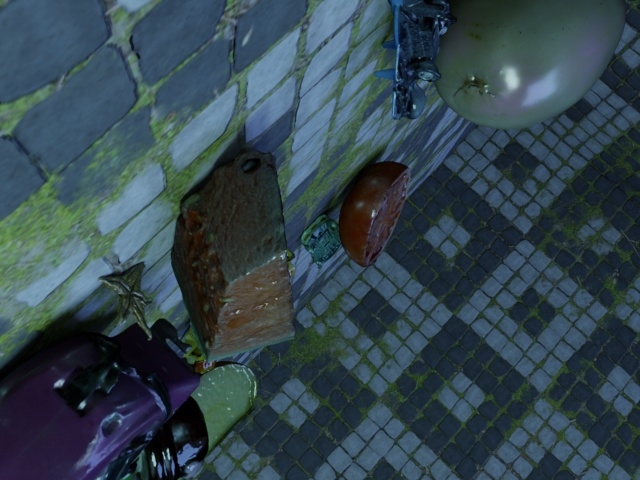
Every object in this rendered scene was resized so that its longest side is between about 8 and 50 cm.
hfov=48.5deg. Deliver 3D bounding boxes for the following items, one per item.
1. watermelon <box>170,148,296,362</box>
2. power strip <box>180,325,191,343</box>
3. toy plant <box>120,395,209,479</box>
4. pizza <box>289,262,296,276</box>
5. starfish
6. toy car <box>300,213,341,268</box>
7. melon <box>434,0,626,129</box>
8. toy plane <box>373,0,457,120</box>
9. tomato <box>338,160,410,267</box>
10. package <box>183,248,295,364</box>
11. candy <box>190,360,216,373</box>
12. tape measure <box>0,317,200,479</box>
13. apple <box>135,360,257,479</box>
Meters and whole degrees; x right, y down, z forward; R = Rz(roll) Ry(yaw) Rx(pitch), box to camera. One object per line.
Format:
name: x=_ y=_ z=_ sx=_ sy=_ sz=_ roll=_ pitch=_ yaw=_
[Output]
watermelon: x=-0.079 y=0.006 z=0.712 sx=0.140 sy=0.192 sz=0.256 roll=-13 pitch=169 yaw=-12
power strip: x=-0.225 y=0.164 z=1.243 sx=0.083 sy=0.017 sz=0.027 roll=-52 pitch=171 yaw=35
toy plant: x=-0.318 y=0.350 z=1.196 sx=0.235 sy=0.175 sz=0.218 roll=-12 pitch=149 yaw=-27
pizza: x=-0.115 y=0.112 z=1.474 sx=0.182 sy=0.062 sz=0.161 roll=-49 pitch=179 yaw=-1
starfish: x=-0.188 y=0.052 z=0.701 sx=0.016 sy=0.086 sz=0.092 roll=-14 pitch=-139 yaw=15
toy car: x=0.000 y=0.000 z=1.546 sx=0.093 sy=0.058 sz=0.186 roll=-48 pitch=161 yaw=-5
melon: x=0.276 y=-0.274 z=0.946 sx=0.317 sy=0.223 sz=0.223 roll=-43 pitch=173 yaw=-38
toy plane: x=0.102 y=-0.226 z=0.747 sx=0.246 sy=0.078 sz=0.169 roll=81 pitch=25 yaw=-78
tomato: x=0.104 y=-0.064 z=1.502 sx=0.236 sy=0.095 sz=0.236 roll=-58 pitch=162 yaw=-30
package: x=-0.137 y=0.106 z=1.155 sx=0.168 sy=0.090 sz=0.226 roll=-34 pitch=163 yaw=-51
candy: x=-0.219 y=0.195 z=1.391 sx=0.060 sy=0.060 sz=0.201 roll=-42 pitch=163 yaw=-41
tape measure: x=-0.245 y=0.195 z=0.706 sx=0.245 sy=0.149 sz=0.231 roll=-49 pitch=174 yaw=8
apple: x=-0.285 y=0.391 z=1.533 sx=0.346 sy=0.179 sz=0.254 roll=-43 pitch=160 yaw=-40
